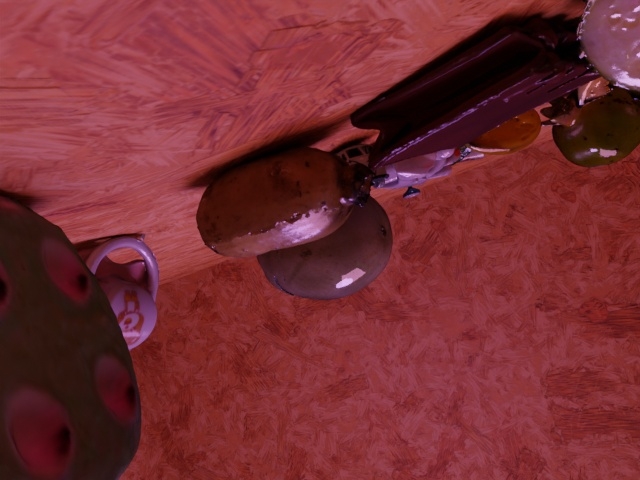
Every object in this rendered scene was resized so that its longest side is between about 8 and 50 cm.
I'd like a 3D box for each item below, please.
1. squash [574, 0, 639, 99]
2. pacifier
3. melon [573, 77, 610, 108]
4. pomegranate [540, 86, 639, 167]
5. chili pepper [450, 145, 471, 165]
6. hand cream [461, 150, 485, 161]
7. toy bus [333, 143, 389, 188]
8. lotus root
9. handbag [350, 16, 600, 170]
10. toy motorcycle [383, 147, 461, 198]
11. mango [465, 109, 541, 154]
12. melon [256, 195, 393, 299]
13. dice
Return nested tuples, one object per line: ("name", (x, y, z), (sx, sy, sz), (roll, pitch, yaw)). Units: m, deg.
("squash", (0.404, -0.292, 0.553), (0.260, 0.189, 0.189), (-57, -168, -19))
("pacifier", (-0.450, 0.130, 1.037), (0.273, 0.220, 0.332), (-20, 165, 13))
("melon", (0.492, -0.292, 0.862), (0.160, 0.079, 0.128), (-22, -165, 45))
("pomegranate", (0.612, -0.256, 1.199), (0.246, 0.198, 0.198), (-19, 178, -26))
("chili pepper", (0.293, -0.210, 1.241), (0.072, 0.073, 0.204), (-35, -171, -35))
("hand cream", (0.394, -0.249, 1.589), (0.234, 0.050, 0.080), (-14, -176, 15))
("toy bus", (0.042, -0.115, 0.964), (0.087, 0.088, 0.194), (-17, 178, -27))
("lotus root", (-0.057, -0.059, 0.782), (0.284, 0.146, 0.160), (-11, -159, 25))
("handbag", (0.211, -0.188, 0.701), (0.260, 0.084, 0.276), (-18, 177, -39))
("toy motorcycle", (0.197, -0.158, 1.058), (0.260, 0.110, 0.171), (-14, 174, -44))
("mango", (0.357, -0.218, 1.045), (0.188, 0.101, 0.066), (-18, 178, -14))
("melon", (0.000, 0.000, 1.208), (0.330, 0.268, 0.269), (-10, -176, 35))
("dice", (-0.390, 0.147, 0.490), (0.319, 0.330, 0.322), (-24, 178, 2))
